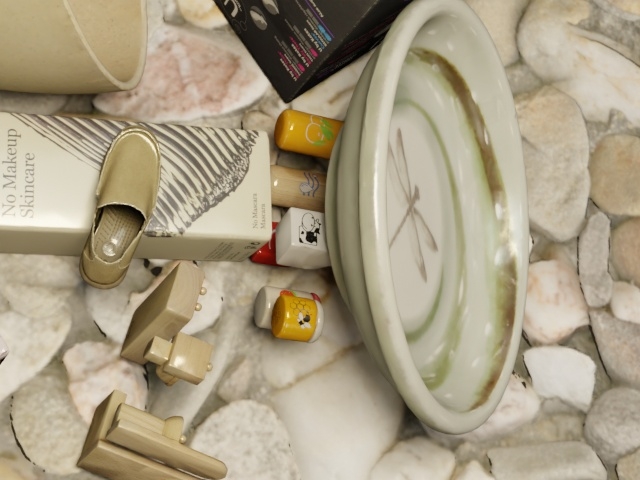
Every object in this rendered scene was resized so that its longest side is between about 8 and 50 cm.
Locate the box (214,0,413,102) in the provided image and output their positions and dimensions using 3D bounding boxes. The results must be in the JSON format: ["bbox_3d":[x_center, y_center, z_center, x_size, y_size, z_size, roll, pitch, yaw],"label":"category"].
[{"bbox_3d":[0.028,-0.268,1.159,0.165,0.270,0.143,-35,89,-25],"label":"box"}]

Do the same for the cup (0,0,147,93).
[{"bbox_3d":[-0.308,-0.266,1.037,0.236,0.331,0.331,-11,79,6],"label":"cup"}]

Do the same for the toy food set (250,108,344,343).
[{"bbox_3d":[0.000,0.000,1.159,0.104,0.111,0.232,10,58,-20],"label":"toy food set"}]

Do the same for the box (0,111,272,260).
[{"bbox_3d":[-0.187,-0.046,1.115,0.275,0.094,0.113,1,77,-21],"label":"box"}]

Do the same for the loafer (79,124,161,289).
[{"bbox_3d":[-0.165,-0.031,1.040,0.056,0.050,0.148,15,74,-17],"label":"loafer"}]

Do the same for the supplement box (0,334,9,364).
[{"bbox_3d":[-0.317,0.070,0.955,0.073,0.239,0.130,-29,87,-26],"label":"supplement box"}]

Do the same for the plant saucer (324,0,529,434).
[{"bbox_3d":[0.092,-0.022,1.135,0.400,0.100,0.401,12,76,-63],"label":"plant saucer"}]

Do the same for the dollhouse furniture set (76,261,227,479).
[{"bbox_3d":[-0.115,0.133,1.083,0.123,0.144,0.151,26,54,-18],"label":"dollhouse furniture set"}]
